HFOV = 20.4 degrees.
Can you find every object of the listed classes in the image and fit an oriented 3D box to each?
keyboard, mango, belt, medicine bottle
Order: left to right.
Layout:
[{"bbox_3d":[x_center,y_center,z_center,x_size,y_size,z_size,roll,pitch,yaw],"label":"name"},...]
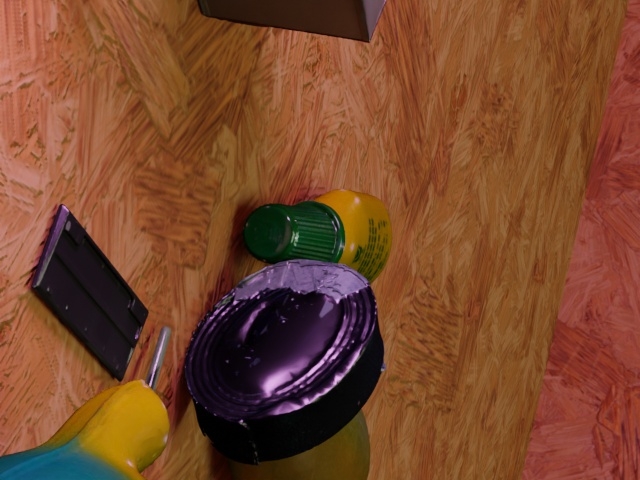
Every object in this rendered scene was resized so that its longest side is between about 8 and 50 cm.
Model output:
[{"bbox_3d":[-0.167,0.042,1.309,0.202,0.011,0.067,64,42,-64],"label":"keyboard"},{"bbox_3d":[-0.029,0.100,1.551,0.198,0.151,0.078,-43,146,-26],"label":"belt"},{"bbox_3d":[-0.021,0.197,1.710,0.251,0.114,0.156,57,54,-68],"label":"mango"},{"bbox_3d":[0.000,0.000,1.720,0.309,0.076,0.111,9,97,-74],"label":"medicine bottle"}]

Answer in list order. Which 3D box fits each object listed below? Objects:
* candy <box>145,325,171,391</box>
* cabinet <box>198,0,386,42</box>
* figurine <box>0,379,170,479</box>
[{"bbox_3d":[-0.154,0.187,1.367,0.084,0.078,0.288,58,36,-49],"label":"candy"},{"bbox_3d":[-0.020,-0.280,1.360,0.206,0.145,0.150,75,30,-56],"label":"cabinet"},{"bbox_3d":[-0.168,0.235,1.055,0.340,0.231,0.324,26,70,-68],"label":"figurine"}]
